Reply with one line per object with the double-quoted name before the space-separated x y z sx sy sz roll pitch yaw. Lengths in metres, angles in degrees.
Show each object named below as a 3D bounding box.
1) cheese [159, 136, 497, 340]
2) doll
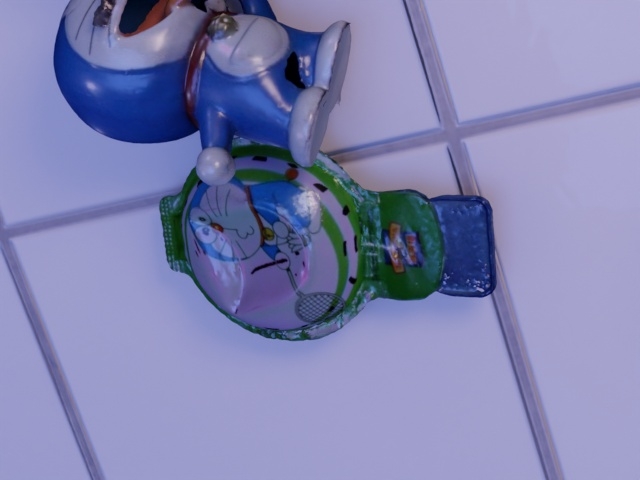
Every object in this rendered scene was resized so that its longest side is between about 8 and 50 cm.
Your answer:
"cheese" 0.000 0.000 1.251 0.320 0.083 0.204 3 112 23
"doll" -0.104 -0.149 1.180 0.257 0.215 0.161 11 146 16
